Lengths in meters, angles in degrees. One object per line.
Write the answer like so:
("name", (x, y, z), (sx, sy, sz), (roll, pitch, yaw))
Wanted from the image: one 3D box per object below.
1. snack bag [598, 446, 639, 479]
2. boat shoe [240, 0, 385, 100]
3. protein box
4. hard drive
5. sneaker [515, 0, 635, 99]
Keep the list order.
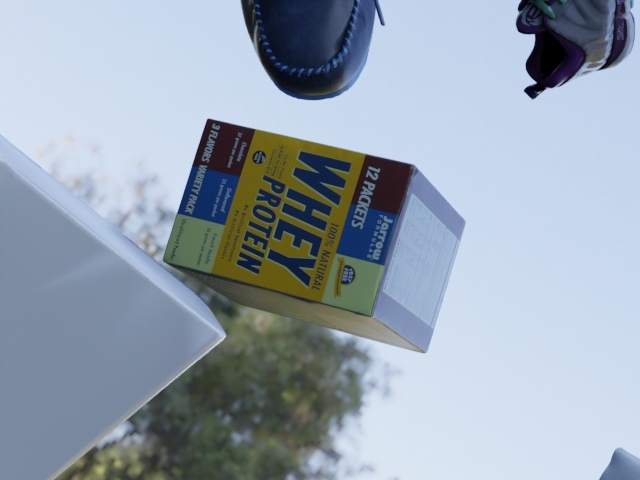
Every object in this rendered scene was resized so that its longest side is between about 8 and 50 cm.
("snack bag", (0.248, 0.340, 0.969), (0.323, 0.342, 0.037), (26, 10, 38))
("boat shoe", (-0.017, -0.218, 1.055), (0.109, 0.258, 0.089), (-7, -21, 1))
("protein box", (0.000, 0.000, 1.488), (0.200, 0.136, 0.201), (14, -9, 20))
("hard drive", (-0.223, 0.099, 0.820), (0.040, 0.319, 0.210), (53, 5, 37))
("sneaker", (0.198, -0.212, 1.303), (0.083, 0.098, 0.223), (36, -31, 41))
